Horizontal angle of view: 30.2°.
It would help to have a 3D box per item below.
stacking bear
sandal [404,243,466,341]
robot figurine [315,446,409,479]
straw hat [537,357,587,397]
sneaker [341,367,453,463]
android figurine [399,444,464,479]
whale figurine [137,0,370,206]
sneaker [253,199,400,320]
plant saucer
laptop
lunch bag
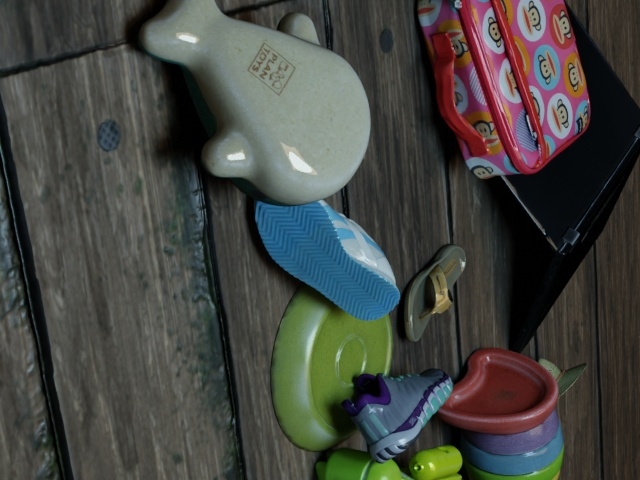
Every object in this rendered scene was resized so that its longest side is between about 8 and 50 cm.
[{"bbox_3d":[0.284,0.336,1.784,0.175,0.164,0.289,-41,132,-43],"label":"stacking bear"},{"bbox_3d":[0.166,0.069,1.652,0.180,0.049,0.072,-49,133,-38],"label":"sandal"},{"bbox_3d":[0.051,0.296,1.474,0.101,0.115,0.067,-39,125,-45],"label":"robot figurine"},{"bbox_3d":[0.366,0.226,1.945,0.061,0.144,0.144,47,45,5],"label":"straw hat"},{"bbox_3d":[0.099,0.190,1.499,0.098,0.083,0.224,51,25,0],"label":"sneaker"},{"bbox_3d":[0.107,0.387,1.586,0.273,0.056,0.248,10,105,-57],"label":"android figurine"},{"bbox_3d":[-0.078,-0.150,1.232,0.272,0.141,0.216,38,62,-23],"label":"whale figurine"},{"bbox_3d":[0.000,0.000,1.386,0.228,0.087,0.092,46,16,-31],"label":"sneaker"},{"bbox_3d":[0.026,0.148,1.482,0.241,0.037,0.240,-12,105,-53],"label":"plant saucer"},{"bbox_3d":[0.349,-0.104,1.906,0.382,0.236,0.408,-47,160,-39],"label":"laptop"},{"bbox_3d":[0.243,-0.238,1.622,0.258,0.120,0.293,-36,112,-40],"label":"lunch bag"}]
